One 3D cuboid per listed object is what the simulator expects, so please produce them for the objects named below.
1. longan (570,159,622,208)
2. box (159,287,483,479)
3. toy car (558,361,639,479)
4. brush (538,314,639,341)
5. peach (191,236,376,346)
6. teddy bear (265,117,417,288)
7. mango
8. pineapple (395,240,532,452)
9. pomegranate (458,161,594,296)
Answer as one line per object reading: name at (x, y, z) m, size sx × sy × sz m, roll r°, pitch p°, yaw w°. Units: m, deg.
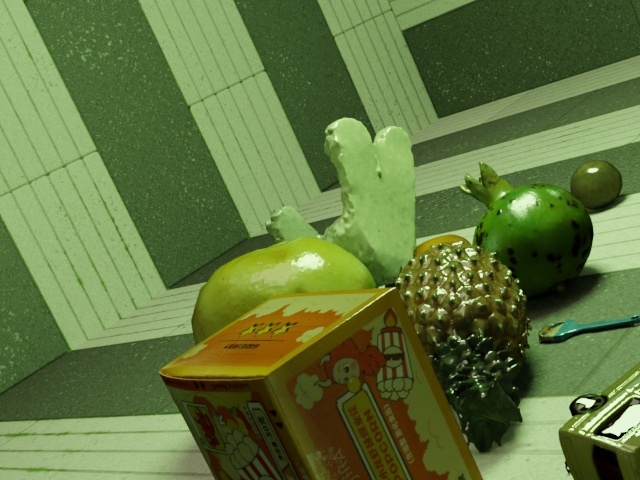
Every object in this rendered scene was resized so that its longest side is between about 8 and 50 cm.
longan at (0.561, -0.111, 2.075) m, size 0.106 × 0.106 × 0.119 m, roll -18°, pitch -27°, yaw 30°
box at (-0.004, 0.225, 1.185) m, size 0.214 × 0.283 × 0.259 m, roll -33°, pitch 13°, yaw -30°
toy car at (0.375, 0.178, 1.079) m, size 0.257 × 0.101 × 0.124 m, roll -32°, pitch 17°, yaw -26°
brush at (0.397, 0.126, 1.505) m, size 0.164 × 0.014 × 0.051 m, roll -14°, pitch 16°, yaw 40°
peach at (-0.055, 0.143, 1.695) m, size 0.316 × 0.281 × 0.314 m, roll -11°, pitch 8°, yaw 17°
teddy bear at (0.000, 0.000, 1.966) m, size 0.327 × 0.375 × 0.362 m, roll 4°, pitch -18°, yaw -45°
mango at (0.207, 0.063, 1.985) m, size 0.219 × 0.112 × 0.145 m, roll -31°, pitch 4°, yaw 42°
pineapple at (0.199, 0.150, 1.423) m, size 0.202 × 0.202 × 0.362 m, roll -22°, pitch 25°, yaw 14°
pomegranate at (0.344, -0.022, 1.734) m, size 0.211 × 0.263 × 0.211 m, roll -29°, pitch -17°, yaw -10°
